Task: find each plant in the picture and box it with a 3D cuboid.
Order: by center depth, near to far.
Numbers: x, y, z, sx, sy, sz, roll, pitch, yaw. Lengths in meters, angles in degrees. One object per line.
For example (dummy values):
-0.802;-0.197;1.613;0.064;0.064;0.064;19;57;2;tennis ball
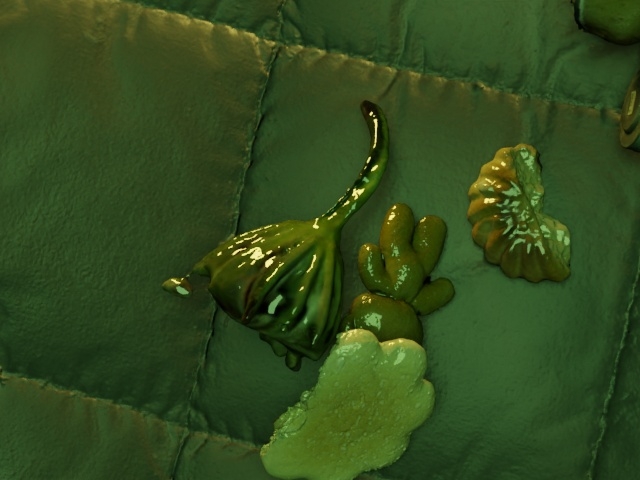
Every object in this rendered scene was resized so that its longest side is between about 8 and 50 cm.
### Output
-0.020;-0.019;1.744;0.333;0.180;0.251;-60;37;7;plant

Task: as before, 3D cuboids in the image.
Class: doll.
0.093;0.059;1.815;0.137;0.097;0.209;29;71;-23;doll

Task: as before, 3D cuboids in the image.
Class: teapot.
0.433;-0.166;1.790;0.108;0.149;0.111;15;126;-7;teapot

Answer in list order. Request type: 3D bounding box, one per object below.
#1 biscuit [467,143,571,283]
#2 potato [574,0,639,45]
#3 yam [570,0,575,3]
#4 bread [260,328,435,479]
0.245;-0.025;1.807;0.118;0.061;0.183;-21;84;6;biscuit
0.437;-0.371;1.714;0.196;0.246;0.299;20;82;22;potato
0.372;-0.303;1.836;0.107;0.014;0.014;6;86;6;yam
0.046;0.216;1.757;0.182;0.039;0.251;19;121;-24;bread
